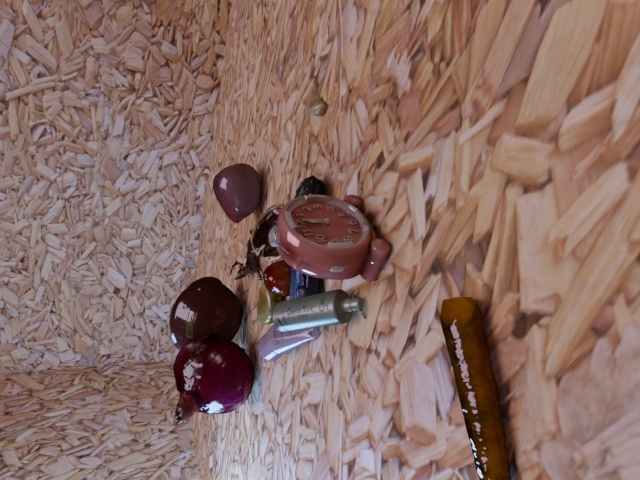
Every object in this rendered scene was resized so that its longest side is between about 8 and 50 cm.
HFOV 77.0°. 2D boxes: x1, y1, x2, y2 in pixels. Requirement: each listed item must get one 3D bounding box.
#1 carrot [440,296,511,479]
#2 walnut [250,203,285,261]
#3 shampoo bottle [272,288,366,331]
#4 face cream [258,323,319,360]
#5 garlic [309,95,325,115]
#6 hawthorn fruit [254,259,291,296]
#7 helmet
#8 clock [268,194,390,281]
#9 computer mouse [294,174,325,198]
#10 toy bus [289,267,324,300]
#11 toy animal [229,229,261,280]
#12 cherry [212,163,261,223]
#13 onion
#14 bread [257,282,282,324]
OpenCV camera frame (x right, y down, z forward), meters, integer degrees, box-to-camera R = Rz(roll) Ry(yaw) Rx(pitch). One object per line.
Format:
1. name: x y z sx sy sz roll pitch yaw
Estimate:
1. carrot: 0.236 0.242 0.607 0.066 0.066 0.313 -34 57 59
2. walnut: -0.135 -0.024 1.358 0.211 0.087 0.167 -49 64 23
3. shampoo bottle: -0.004 0.178 1.024 0.263 0.085 0.085 -18 69 37
4. face cream: -0.096 0.288 1.277 0.274 0.096 0.153 -46 42 35
5. garlic: -0.011 -0.406 1.222 0.053 0.041 0.083 -61 28 34
6. hawthorn fruit: -0.132 0.129 1.321 0.125 0.140 0.125 44 155 28
7. helmet: -0.492 0.378 1.865 0.230 0.338 0.384 17 99 28
8. clock: 0.000 0.000 0.925 0.227 0.242 0.142 -115 35 -44
9. computer mouse: -0.029 -0.137 1.193 0.105 0.062 0.192 -66 18 4
10. toy bus: -0.045 0.096 1.164 0.094 0.079 0.236 4 91 49
11. toy animal: -0.302 0.086 1.746 0.260 0.087 0.243 30 101 63
12. cherry: -0.346 -0.212 1.727 0.239 0.206 0.239 42 153 27
13. onion: -0.461 0.577 1.626 0.385 0.348 0.347 -49 -19 -58
14. bread: -0.174 0.224 1.433 0.094 0.083 0.156 -3 86 61
